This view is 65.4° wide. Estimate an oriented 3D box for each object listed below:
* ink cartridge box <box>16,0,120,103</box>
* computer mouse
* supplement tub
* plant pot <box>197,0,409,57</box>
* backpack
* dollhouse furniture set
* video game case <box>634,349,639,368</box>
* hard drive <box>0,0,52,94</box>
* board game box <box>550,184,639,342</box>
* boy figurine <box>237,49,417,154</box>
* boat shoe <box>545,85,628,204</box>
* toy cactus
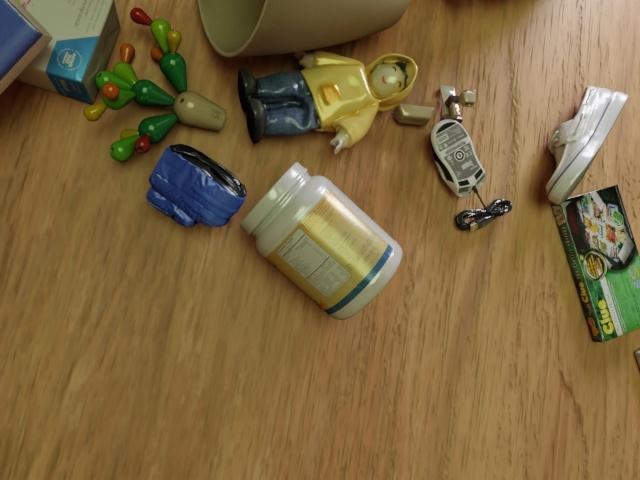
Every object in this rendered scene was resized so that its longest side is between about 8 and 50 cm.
[{"bbox_3d":[-0.411,-0.294,0.674,0.231,0.078,0.134,16,79,-12],"label":"ink cartridge box"},{"bbox_3d":[0.241,-0.113,0.844,0.106,0.042,0.193,-29,97,-12],"label":"computer mouse"},{"bbox_3d":[0.000,0.000,0.711,0.200,0.144,0.144,42,75,-6],"label":"supplement tub"},{"bbox_3d":[-0.005,-0.390,0.724,0.274,0.256,0.256,-8,85,-33],"label":"plant pot"},{"bbox_3d":[-0.171,-0.068,0.703,0.120,0.098,0.101,32,105,-9],"label":"backpack"},{"bbox_3d":[0.182,-0.242,0.829,0.114,0.091,0.081,3,67,-11],"label":"dollhouse furniture set"},{"bbox_3d":[0.664,0.247,0.919,0.157,0.019,0.143,-18,88,-17],"label":"video game case"},{"bbox_3d":[-0.513,-0.211,0.599,0.319,0.040,0.210,-43,95,6],"label":"hard drive"},{"bbox_3d":[0.515,0.039,0.902,0.136,0.030,0.259,-14,87,-18],"label":"board game box"},{"bbox_3d":[0.023,-0.219,0.772,0.285,0.092,0.177,-12,77,-13],"label":"boy figurine"},{"bbox_3d":[0.451,-0.173,0.889,0.084,0.095,0.258,30,67,22],"label":"boat shoe"},{"bbox_3d":[-0.222,-0.210,0.711,0.181,0.112,0.218,17,71,-22],"label":"toy cactus"}]
